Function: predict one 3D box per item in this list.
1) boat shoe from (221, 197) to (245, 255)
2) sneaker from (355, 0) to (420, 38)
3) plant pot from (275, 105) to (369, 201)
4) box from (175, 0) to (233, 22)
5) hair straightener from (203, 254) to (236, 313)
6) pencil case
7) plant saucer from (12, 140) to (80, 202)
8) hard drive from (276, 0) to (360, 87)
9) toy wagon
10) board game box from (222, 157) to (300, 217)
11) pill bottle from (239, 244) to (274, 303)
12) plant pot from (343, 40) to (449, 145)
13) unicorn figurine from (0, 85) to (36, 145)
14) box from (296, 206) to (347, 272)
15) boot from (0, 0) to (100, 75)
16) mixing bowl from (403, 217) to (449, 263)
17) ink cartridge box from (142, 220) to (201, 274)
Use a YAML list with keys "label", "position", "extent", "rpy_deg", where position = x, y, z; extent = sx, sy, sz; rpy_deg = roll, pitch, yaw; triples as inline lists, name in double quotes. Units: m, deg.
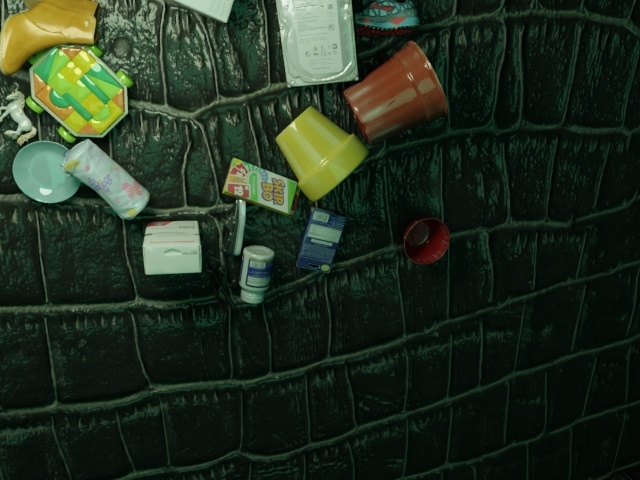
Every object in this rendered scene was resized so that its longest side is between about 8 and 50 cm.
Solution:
- label: "boat shoe"
  position: [-0.303, -0.056, 1.889]
  extent: [0.076, 0.080, 0.229]
  rpy_deg: [3, 117, -17]
- label: "sneaker"
  position: [0.186, -0.725, 1.771]
  extent: [0.261, 0.104, 0.125]
  rpy_deg: [-5, 89, -13]
- label: "plant pot"
  position: [-0.010, -0.294, 1.794]
  extent: [0.254, 0.254, 0.239]
  rpy_deg: [-42, 100, 3]
- label: "box"
  position: [-0.331, -0.751, 1.595]
  extent: [0.181, 0.119, 0.181]
  rpy_deg: [17, 105, -20]
- label: "hair straightener"
  position: [-0.349, 0.149, 1.972]
  extent: [0.089, 0.047, 0.231]
  rpy_deg: [-21, 109, -7]
- label: "pencil case"
  position: [-0.660, -0.185, 1.701]
  extent: [0.273, 0.113, 0.124]
  rpy_deg: [45, 54, -34]
- label: "plant saucer"
  position: [-0.841, -0.214, 1.705]
  extent: [0.194, 0.037, 0.195]
  rpy_deg: [-5, 111, -14]
- label: "hard drive"
  position: [-0.008, -0.657, 1.700]
  extent: [0.236, 0.064, 0.339]
  rpy_deg: [-2, 112, 11]
- label: "toy wagon"
  position: [-0.739, -0.467, 1.621]
  extent: [0.267, 0.068, 0.344]
  rpy_deg: [-43, 114, 3]
- label: "board game box"
  position: [-0.191, -0.175, 1.862]
  extent: [0.259, 0.039, 0.124]
  rpy_deg: [20, 69, -23]
- label: "pill bottle"
  position: [-0.229, 0.121, 1.950]
  extent: [0.111, 0.112, 0.187]
  rpy_deg: [6, 109, -17]
- label: "plant pot"
  position: [0.233, -0.458, 1.792]
  extent: [0.265, 0.272, 0.272]
  rpy_deg: [-28, 115, 6]
- label: "unicorn figurine"
  position: [-0.902, -0.371, 1.626]
  extent: [0.111, 0.060, 0.162]
  rpy_deg: [-29, 130, -3]
- label: "box"
  position: [0.000, 0.000, 2.006]
  extent: [0.136, 0.036, 0.225]
  rpy_deg: [13, 105, -18]
- label: "boot"
  position: [-0.732, -0.563, 1.510]
  extent: [0.211, 0.104, 0.295]
  rpy_deg: [12, 72, -8]
- label: "mixing bowl"
  position: [0.382, -0.012, 2.069]
  extent: [0.181, 0.098, 0.182]
  rpy_deg: [-5, 112, -13]
- label: "ink cartridge box"
  position: [-0.476, 0.019, 1.778]
  extent: [0.171, 0.237, 0.100]
  rpy_deg: [-2, 110, -14]
